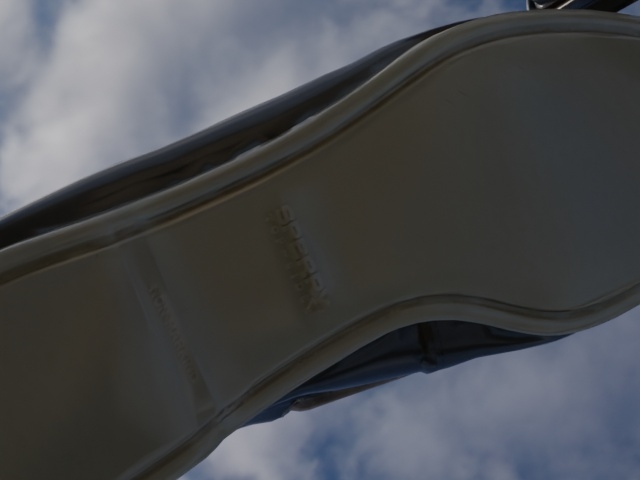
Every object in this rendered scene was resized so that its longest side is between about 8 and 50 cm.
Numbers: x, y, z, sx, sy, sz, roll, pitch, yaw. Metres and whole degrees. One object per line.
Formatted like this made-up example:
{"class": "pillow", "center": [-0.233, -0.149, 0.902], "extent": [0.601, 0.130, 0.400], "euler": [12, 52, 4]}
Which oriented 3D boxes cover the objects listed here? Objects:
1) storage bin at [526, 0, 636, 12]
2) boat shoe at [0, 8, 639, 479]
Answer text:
{"class": "storage bin", "center": [0.081, -0.156, 0.440], "extent": [0.098, 0.091, 0.135], "euler": [-23, -129, 65]}
{"class": "boat shoe", "center": [0.000, 0.000, 0.408], "extent": [0.095, 0.335, 0.112], "euler": [1, -71, 61]}
